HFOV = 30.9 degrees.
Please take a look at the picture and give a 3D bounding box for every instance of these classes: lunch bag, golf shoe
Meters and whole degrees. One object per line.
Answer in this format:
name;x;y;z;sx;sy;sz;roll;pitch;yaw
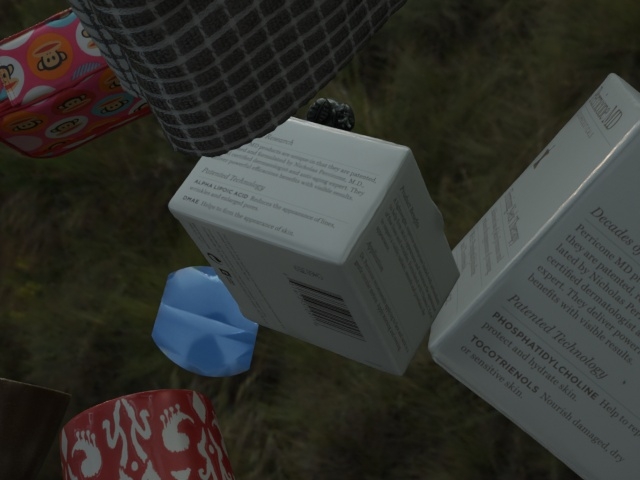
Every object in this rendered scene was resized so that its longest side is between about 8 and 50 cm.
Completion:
lunch bag;-0.324;-0.224;1.632;0.293;0.258;0.120;-24;77;3
golf shoe;-0.017;-0.074;1.381;0.198;0.077;0.094;-64;12;3

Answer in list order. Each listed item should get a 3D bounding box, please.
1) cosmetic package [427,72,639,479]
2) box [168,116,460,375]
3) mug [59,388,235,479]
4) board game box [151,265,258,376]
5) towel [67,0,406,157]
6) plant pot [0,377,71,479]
cosmetic package;0.389;0.050;1.516;0.393;0.327;0.329;-50;6;17
box;0.000;0.000;0.986;0.182;0.181;0.119;18;63;32
mug;-0.104;0.182;0.641;0.150;0.113;0.169;-16;65;1
board game box;-0.151;0.112;1.523;0.033;0.133;0.168;119;165;-49
towel;-0.012;-0.196;0.654;0.284;0.235;0.121;-40;67;-7
plant pot;-0.511;0.326;1.760;0.215;0.215;0.230;1;75;41
